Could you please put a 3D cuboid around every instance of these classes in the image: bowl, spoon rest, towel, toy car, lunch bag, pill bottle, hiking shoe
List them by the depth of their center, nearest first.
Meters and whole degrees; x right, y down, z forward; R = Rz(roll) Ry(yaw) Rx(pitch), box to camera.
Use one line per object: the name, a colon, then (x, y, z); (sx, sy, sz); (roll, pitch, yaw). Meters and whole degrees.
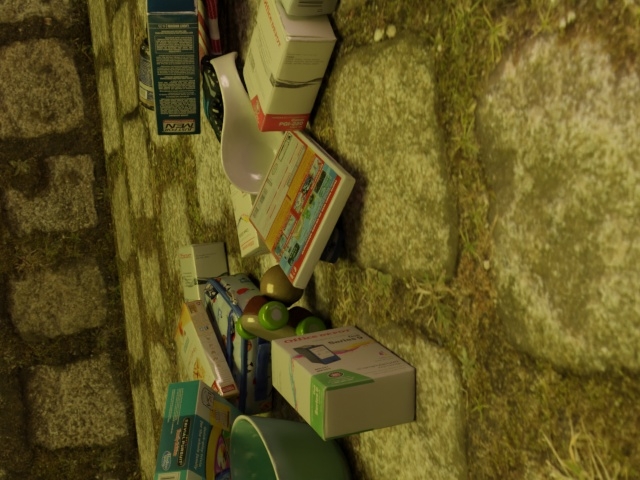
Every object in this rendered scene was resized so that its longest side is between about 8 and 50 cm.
lunch bag: (0.000, 0.000, 1.476); (0.098, 0.065, 0.067); (25, 101, 62)
bowl: (-0.045, 0.463, 1.588); (0.311, 0.163, 0.311); (173, 90, -67)
toy car: (-0.058, 0.101, 1.615); (0.155, 0.149, 0.188); (-29, 41, 62)
spoon rest: (-0.142, -0.219, 1.616); (0.084, 0.137, 0.276); (-82, -28, -84)
hiking shoe: (-0.182, -0.264, 1.793); (0.132, 0.113, 0.304); (95, 165, -44)
lunch bag: (-0.180, 0.232, 1.906); (0.243, 0.115, 0.303); (43, 136, 53)
towel: (-0.271, -0.507, 1.915); (0.328, 0.037, 0.237); (90, 158, -45)
pill bottle: (-0.404, -0.452, 2.209); (0.122, 0.123, 0.219); (-126, 36, -48)

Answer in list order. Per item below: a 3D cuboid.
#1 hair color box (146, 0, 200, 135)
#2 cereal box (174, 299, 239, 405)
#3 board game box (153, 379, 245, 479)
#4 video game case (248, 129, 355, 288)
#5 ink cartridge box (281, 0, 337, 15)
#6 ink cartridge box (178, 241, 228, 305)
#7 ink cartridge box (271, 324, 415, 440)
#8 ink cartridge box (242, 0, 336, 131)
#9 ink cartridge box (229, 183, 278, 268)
hair color box: (-0.315, -0.407, 1.853); (0.347, 0.105, 0.173); (100, 165, -53)
cereal box: (-0.256, 0.275, 1.895); (0.240, 0.047, 0.173); (64, 150, 28)
board game box: (-0.207, 0.467, 1.743); (0.336, 0.079, 0.253); (52, -146, -49)
video game case: (-0.041, -0.068, 1.487); (0.204, 0.025, 0.285); (-65, 28, 15)
ink cartridge box: (-0.039, -0.599, 1.361); (0.308, 0.091, 0.384); (111, 143, -48)
ink cartridge box: (-0.287, 0.110, 2.145); (0.153, 0.087, 0.208); (175, 87, -67)
ink cartridge box: (0.031, 0.218, 1.352); (0.212, 0.154, 0.093); (-153, 59, -63)
ink cartridge box: (-0.059, -0.317, 1.477); (0.217, 0.092, 0.158); (111, 148, -51)
ink cartridge box: (-0.125, -0.035, 1.750); (0.115, 0.067, 0.198); (149, 111, -65)
